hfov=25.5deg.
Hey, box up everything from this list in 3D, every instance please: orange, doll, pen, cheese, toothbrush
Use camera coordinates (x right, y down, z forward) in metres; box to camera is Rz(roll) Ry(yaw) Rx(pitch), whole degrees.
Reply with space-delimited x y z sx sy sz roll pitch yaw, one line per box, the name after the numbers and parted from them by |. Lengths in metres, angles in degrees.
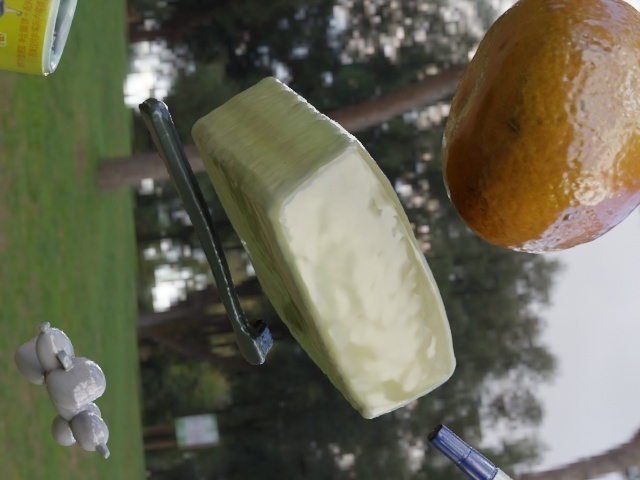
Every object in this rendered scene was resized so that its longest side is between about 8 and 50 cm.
0.197 -0.096 1.168 0.224 0.170 0.224 -158 -90 -84 | orange
-0.265 0.153 1.477 0.160 0.059 0.161 6 -58 63 | doll
0.171 0.224 1.182 0.025 0.204 0.025 -50 -176 4 | pen
0.000 0.000 1.282 0.242 0.124 0.265 61 -8 -26 | cheese
-0.105 -0.005 1.320 0.030 0.030 0.297 -50 130 -39 | toothbrush

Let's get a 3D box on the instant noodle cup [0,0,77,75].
-0.355 -0.256 1.347 0.215 0.236 0.215 -165 -90 -84 | instant noodle cup
